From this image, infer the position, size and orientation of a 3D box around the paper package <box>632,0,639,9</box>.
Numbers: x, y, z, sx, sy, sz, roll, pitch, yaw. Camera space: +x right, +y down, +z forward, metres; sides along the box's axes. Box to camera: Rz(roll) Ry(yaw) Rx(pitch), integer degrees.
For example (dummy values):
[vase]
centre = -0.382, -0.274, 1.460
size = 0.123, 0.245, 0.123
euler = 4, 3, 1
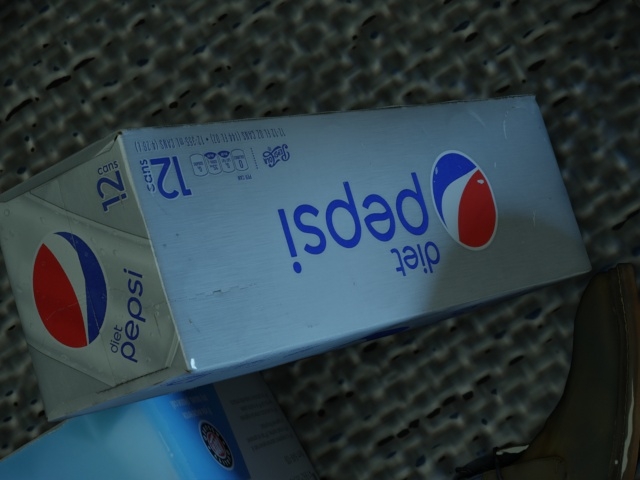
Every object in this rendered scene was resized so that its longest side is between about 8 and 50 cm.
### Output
[paper package]
centre = 0.266, -0.179, 0.612
size = 0.325, 0.309, 0.168
euler = -38, 103, 17

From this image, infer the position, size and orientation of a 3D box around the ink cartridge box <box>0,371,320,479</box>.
[ink cartridge box]
centre = -0.071, 0.224, 0.761
size = 0.197, 0.198, 0.270
euler = -31, 82, 9

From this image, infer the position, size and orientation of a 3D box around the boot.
[boot]
centre = 0.103, 0.116, 0.787
size = 0.106, 0.082, 0.219
euler = 6, 91, 10

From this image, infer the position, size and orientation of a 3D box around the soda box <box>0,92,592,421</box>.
[soda box]
centre = 0.000, 0.000, 0.708
size = 0.091, 0.286, 0.098
euler = -22, 83, 40
